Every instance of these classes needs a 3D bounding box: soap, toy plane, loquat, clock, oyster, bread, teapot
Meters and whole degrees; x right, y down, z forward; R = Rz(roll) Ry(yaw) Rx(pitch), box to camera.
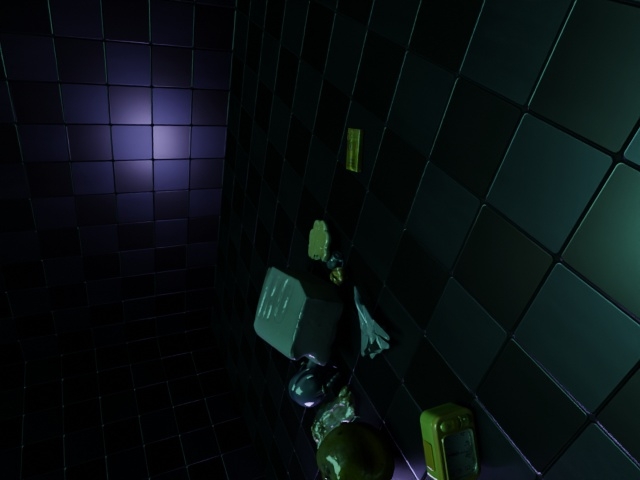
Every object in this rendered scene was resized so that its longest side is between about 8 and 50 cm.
[{"bbox_3d":[-0.102,0.315,2.008,0.435,0.212,0.351,16,86,60],"label":"soap"},{"bbox_3d":[0.183,0.293,1.702,0.212,0.088,0.268,127,139,-52],"label":"toy plane"},{"bbox_3d":[0.128,0.829,1.709,0.276,0.283,0.276,10,102,57],"label":"loquat"},{"bbox_3d":[0.376,0.589,1.313,0.096,0.143,0.203,169,93,-66],"label":"clock"},{"bbox_3d":[0.061,0.774,1.977,0.337,0.133,0.198,-56,19,32],"label":"oyster"},{"bbox_3d":[0.000,0.000,2.002,0.251,0.038,0.182,-172,89,-71],"label":"bread"},{"bbox_3d":[0.061,0.092,1.924,0.064,0.049,0.083,67,149,29],"label":"teapot"}]

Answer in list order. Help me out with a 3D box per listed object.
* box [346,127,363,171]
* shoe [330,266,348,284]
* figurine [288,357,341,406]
[{"bbox_3d":[0.129,-0.343,1.719,0.089,0.022,0.157,32,124,56],"label":"box"},{"bbox_3d":[0.074,0.147,1.886,0.109,0.072,0.069,143,122,-60],"label":"shoe"},{"bbox_3d":[-0.026,0.607,2.021,0.265,0.175,0.197,-57,15,-11],"label":"figurine"}]
